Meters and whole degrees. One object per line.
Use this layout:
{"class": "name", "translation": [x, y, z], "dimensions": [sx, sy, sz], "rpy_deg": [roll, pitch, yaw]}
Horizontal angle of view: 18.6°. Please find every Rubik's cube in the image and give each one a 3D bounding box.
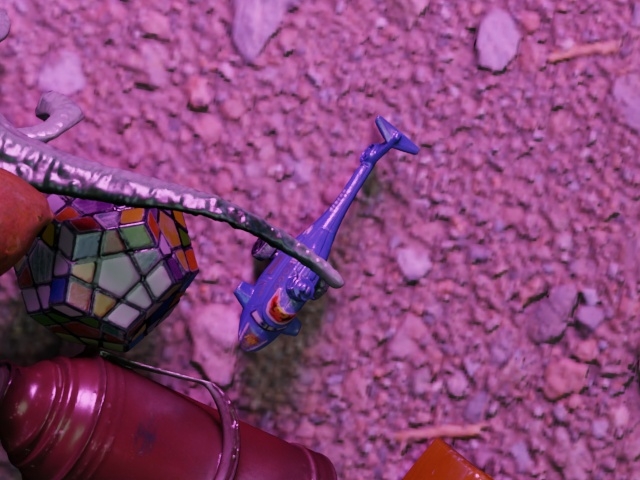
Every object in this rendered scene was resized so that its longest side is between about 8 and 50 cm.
{"class": "Rubik's cube", "translation": [-0.128, 0.012, 1.159], "dimensions": [0.111, 0.093, 0.111], "rpy_deg": [-3, 102, -13]}

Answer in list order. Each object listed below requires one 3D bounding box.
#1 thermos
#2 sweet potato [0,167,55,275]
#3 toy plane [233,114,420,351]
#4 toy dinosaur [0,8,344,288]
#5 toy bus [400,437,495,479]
{"class": "thermos", "translation": [-0.110, 0.129, 1.170], "dimensions": [0.232, 0.124, 0.099], "rpy_deg": [27, 71, -27]}
{"class": "sweet potato", "translation": [-0.336, 0.001, 1.052], "dimensions": [0.385, 0.109, 0.109], "rpy_deg": [-6, 103, 4]}
{"class": "toy plane", "translation": [0.000, 0.000, 1.210], "dimensions": [0.054, 0.062, 0.167], "rpy_deg": [37, 80, -18]}
{"class": "toy dinosaur", "translation": [-0.163, -0.074, 1.120], "dimensions": [0.383, 0.129, 0.076], "rpy_deg": [9, 138, 4]}
{"class": "toy bus", "translation": [0.058, 0.236, 1.249], "dimensions": [0.114, 0.098, 0.201], "rpy_deg": [40, 88, -18]}
